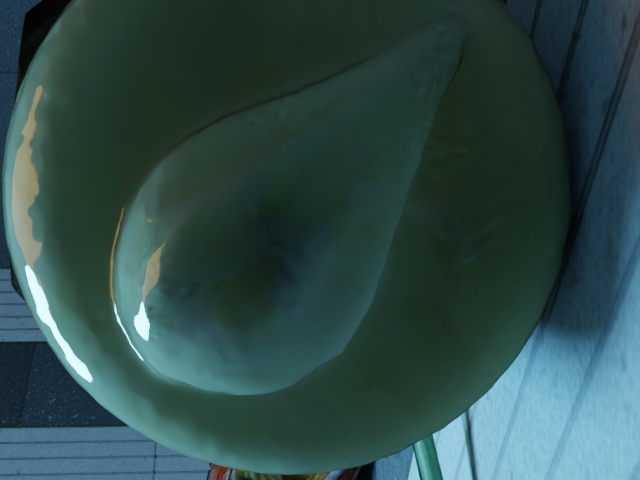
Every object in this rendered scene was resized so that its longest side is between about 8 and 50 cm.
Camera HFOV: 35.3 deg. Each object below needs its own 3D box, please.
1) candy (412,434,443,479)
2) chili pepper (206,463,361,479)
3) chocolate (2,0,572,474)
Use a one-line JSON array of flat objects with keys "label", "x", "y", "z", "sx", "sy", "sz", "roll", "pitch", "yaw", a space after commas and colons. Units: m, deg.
[{"label": "candy", "x": 0.073, "y": 0.127, "z": 0.770, "sx": 0.119, "sy": 0.119, "sz": 0.439, "roll": 97, "pitch": 164, "yaw": -59}, {"label": "chili pepper", "x": -0.054, "y": 0.306, "z": 1.427, "sx": 0.229, "sy": 0.251, "sz": 0.305, "roll": 46, "pitch": 157, "yaw": 20}, {"label": "chocolate", "x": -0.016, "y": -0.043, "z": 0.549, "sx": 0.297, "sy": 0.314, "sz": 0.325, "roll": 154, "pitch": 120, "yaw": -76}]
